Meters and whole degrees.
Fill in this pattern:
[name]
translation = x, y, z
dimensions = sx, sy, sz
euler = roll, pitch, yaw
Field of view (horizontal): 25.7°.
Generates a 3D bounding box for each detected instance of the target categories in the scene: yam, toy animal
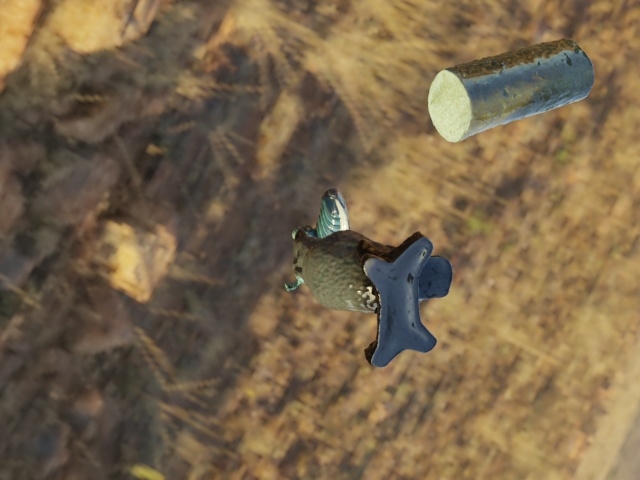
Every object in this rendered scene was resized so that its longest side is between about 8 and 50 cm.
[yam]
translation = 0.176, -0.144, 1.307
dimensions = 0.169, 0.068, 0.068
euler = -20, 139, -35
[toy animal]
translation = 0.050, 0.022, 1.366
dimensions = 0.117, 0.210, 0.121
euler = -20, 116, -19

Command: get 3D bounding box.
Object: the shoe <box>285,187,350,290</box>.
[shoe]
translation = 0.000, 0.000, 1.713
dimensions = 0.064, 0.071, 0.143
euler = -108, -154, -58
